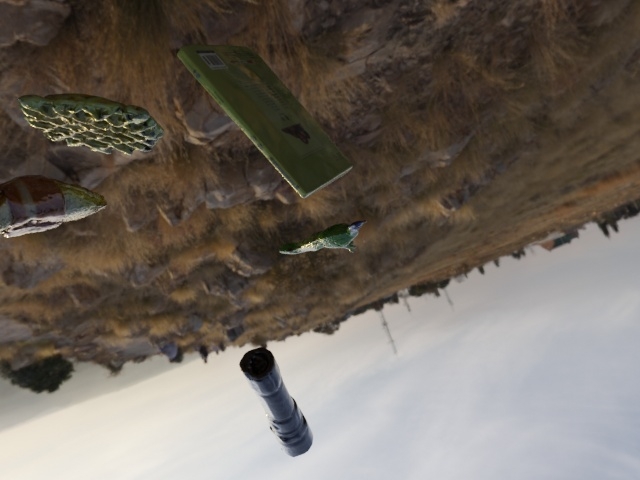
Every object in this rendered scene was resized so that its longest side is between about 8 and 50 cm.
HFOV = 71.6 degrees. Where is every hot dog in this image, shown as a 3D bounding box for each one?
[{"bbox_3d":[-0.520,-0.064,0.784,0.123,0.093,0.261,-30,174,39],"label":"hot dog"}]

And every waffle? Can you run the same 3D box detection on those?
[{"bbox_3d":[-0.397,-0.209,0.796,0.223,0.054,0.204,3,171,-16],"label":"waffle"}]

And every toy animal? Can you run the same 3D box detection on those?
[{"bbox_3d":[0.014,0.002,0.769,0.074,0.041,0.216,8,165,-35],"label":"toy animal"}]

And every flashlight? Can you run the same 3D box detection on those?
[{"bbox_3d":[-0.101,0.406,1.085,0.103,0.103,0.424,-20,134,-7],"label":"flashlight"}]

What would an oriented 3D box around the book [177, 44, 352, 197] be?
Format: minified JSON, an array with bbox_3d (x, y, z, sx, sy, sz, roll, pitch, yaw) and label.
[{"bbox_3d":[-0.096,-0.247,0.883,0.035,0.352,0.239,-40,180,32],"label":"book"}]
